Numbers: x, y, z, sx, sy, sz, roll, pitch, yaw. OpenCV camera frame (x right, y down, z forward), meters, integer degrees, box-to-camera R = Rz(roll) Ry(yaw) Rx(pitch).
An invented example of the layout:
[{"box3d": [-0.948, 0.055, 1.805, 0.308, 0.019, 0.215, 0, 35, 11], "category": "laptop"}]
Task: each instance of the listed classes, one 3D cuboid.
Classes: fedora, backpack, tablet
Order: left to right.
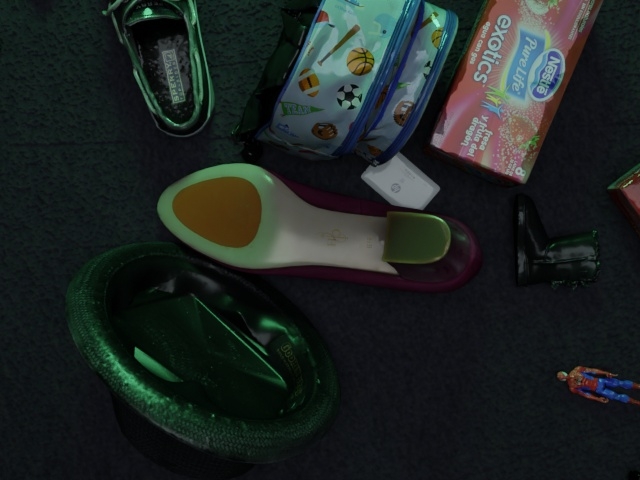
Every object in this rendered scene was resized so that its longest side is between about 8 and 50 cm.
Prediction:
[{"box3d": [-0.148, 0.156, 1.542, 0.334, 0.334, 0.152, 26, 123, 0], "category": "fedora"}, {"box3d": [0.028, -0.202, 1.512, 0.213, 0.263, 0.276, 17, 89, -1], "category": "backpack"}, {"box3d": [0.096, -0.069, 1.640, 0.083, 0.006, 0.054, 41, 90, 0], "category": "tablet"}]

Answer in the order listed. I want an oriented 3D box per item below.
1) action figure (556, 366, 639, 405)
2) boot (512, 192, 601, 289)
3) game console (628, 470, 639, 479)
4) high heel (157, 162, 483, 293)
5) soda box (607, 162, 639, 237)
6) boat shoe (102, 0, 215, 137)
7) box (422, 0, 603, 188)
[{"box3d": [0.338, 0.174, 1.632, 0.115, 0.030, 0.038, 13, 95, 2], "category": "action figure"}, {"box3d": [0.280, 0.001, 1.622, 0.099, 0.045, 0.121, -3, 97, 2], "category": "boot"}, {"box3d": [0.312, 0.372, 1.625, 0.361, 0.044, 0.213, 7, 88, -1], "category": "game console"}, {"box3d": [0.000, 0.000, 1.615, 0.377, 0.181, 0.127, 13, 83, 21], "category": "high heel"}, {"box3d": [0.448, 0.021, 1.599, 0.083, 0.092, 0.263, -36, 90, 1], "category": "soda box"}, {"box3d": [-0.198, -0.270, 1.589, 0.113, 0.105, 0.306, -10, 90, 0], "category": "boat shoe"}, {"box3d": [0.222, -0.199, 1.580, 0.122, 0.128, 0.257, 23, 89, 0], "category": "box"}]
